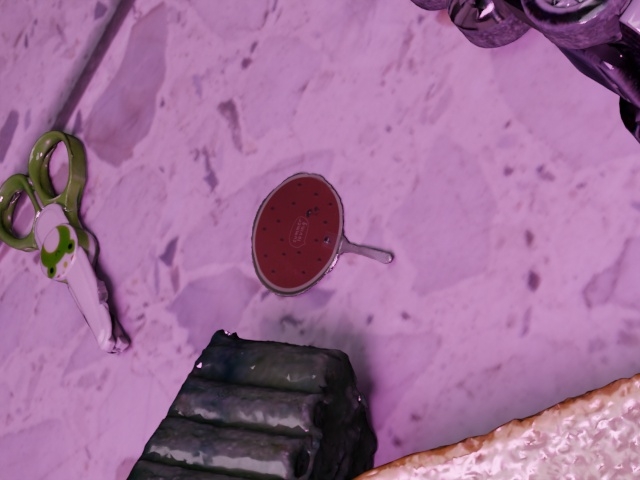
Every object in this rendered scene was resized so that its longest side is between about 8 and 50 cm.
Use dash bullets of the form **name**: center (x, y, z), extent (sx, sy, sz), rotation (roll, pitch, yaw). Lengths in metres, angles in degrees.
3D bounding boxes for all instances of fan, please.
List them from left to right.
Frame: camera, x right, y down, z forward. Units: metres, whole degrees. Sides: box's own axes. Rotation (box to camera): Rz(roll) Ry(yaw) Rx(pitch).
- **fan**: center (0.000, 0.000, 1.076), extent (0.133, 0.005, 0.085), rotation (14, 87, 45)

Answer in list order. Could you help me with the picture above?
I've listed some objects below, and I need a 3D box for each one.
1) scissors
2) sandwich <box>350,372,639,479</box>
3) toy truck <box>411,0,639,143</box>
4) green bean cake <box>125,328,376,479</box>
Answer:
- **scissors**: center (-0.190, 0.009, 1.234), extent (0.101, 0.027, 0.204), rotation (-49, 49, 23)
- **sandwich**: center (0.122, 0.224, 0.810), extent (0.254, 0.099, 0.288), rotation (-25, 61, 15)
- **toy truck**: center (0.119, -0.200, 0.917), extent (0.178, 0.176, 0.363), rotation (-50, 48, 5)
- **green bean cake**: center (-0.032, 0.179, 0.975), extent (0.107, 0.193, 0.208), rotation (0, 41, 24)
